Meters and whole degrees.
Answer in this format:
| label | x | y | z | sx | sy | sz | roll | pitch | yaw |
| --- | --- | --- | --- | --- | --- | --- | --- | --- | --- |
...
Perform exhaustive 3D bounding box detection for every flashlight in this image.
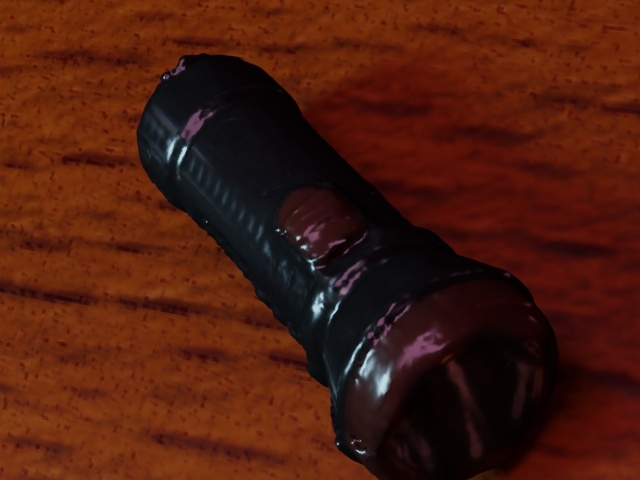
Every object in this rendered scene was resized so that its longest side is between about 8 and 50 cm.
| label | x | y | z | sx | sy | sz | roll | pitch | yaw |
| --- | --- | --- | --- | --- | --- | --- | --- | --- | --- |
| flashlight | 0.000 | 0.000 | 0.792 | 0.093 | 0.093 | 0.232 | -43 | 47 | 1 |
